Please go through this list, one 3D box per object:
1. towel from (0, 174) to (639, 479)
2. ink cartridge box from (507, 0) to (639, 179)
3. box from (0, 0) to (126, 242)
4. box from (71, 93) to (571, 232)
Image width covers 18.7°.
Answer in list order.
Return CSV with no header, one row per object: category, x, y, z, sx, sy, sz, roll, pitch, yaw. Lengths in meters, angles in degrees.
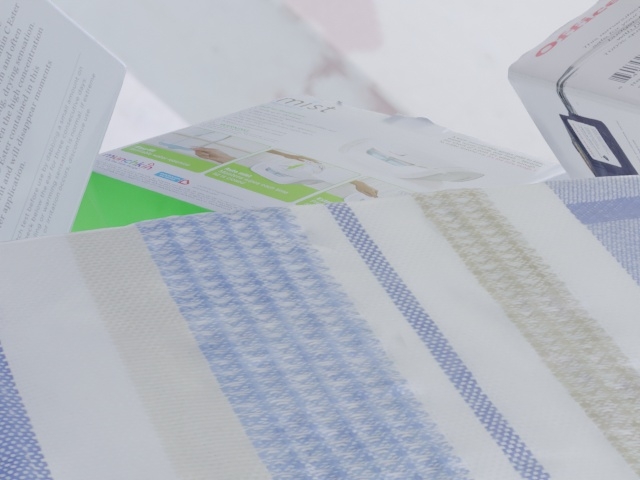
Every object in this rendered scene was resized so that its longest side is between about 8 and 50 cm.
towel,0.029,0.046,0.561,0.209,0.285,0.034,-126,-145,-54
ink cartridge box,0.233,-0.097,1.120,0.172,0.100,0.237,-35,-164,-5
box,-0.314,-0.115,1.137,0.215,0.345,0.168,2,-115,35
box,0.000,0.000,1.324,0.231,0.262,0.126,-22,120,-45
